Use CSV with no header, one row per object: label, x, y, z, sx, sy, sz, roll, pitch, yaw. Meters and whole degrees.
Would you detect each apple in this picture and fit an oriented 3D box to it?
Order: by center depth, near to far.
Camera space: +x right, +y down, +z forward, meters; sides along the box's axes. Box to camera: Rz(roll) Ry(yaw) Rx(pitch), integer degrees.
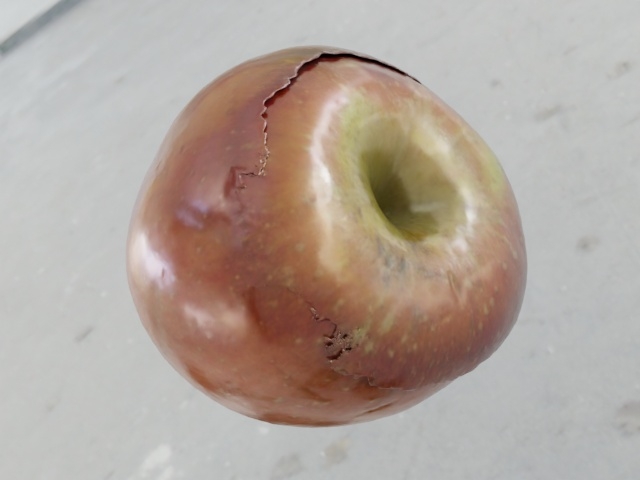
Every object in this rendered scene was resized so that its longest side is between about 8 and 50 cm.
apple,0.000,0.000,0.736,0.206,0.251,0.272,-29,9,45
